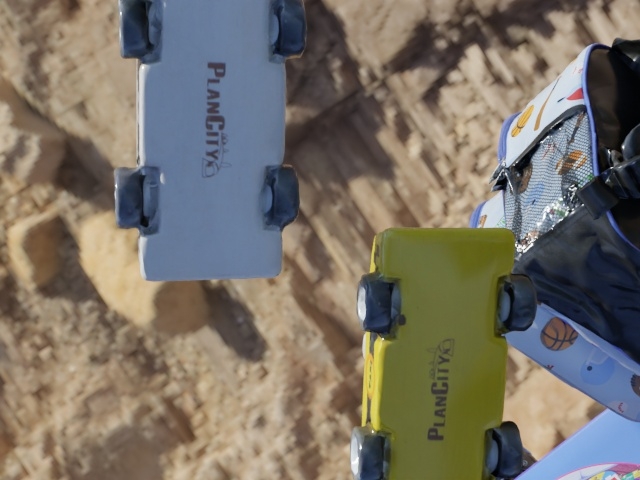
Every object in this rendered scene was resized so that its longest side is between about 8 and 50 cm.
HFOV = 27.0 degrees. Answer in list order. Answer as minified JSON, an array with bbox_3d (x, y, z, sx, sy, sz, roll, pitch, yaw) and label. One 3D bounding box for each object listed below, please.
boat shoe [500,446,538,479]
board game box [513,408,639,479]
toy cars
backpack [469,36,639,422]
[{"bbox_3d":[0.200,0.246,1.393,0.066,0.066,0.183,36,179,-27],"label":"boat shoe"},{"bbox_3d":[0.180,0.319,1.035,0.233,0.347,0.078,52,176,31],"label":"board game box"},{"bbox_3d":[0.000,0.000,0.780,0.393,0.176,0.087,50,180,-17],"label":"toy cars"},{"bbox_3d":[0.242,-0.012,1.010,0.276,0.263,0.213,37,131,-23],"label":"backpack"}]
